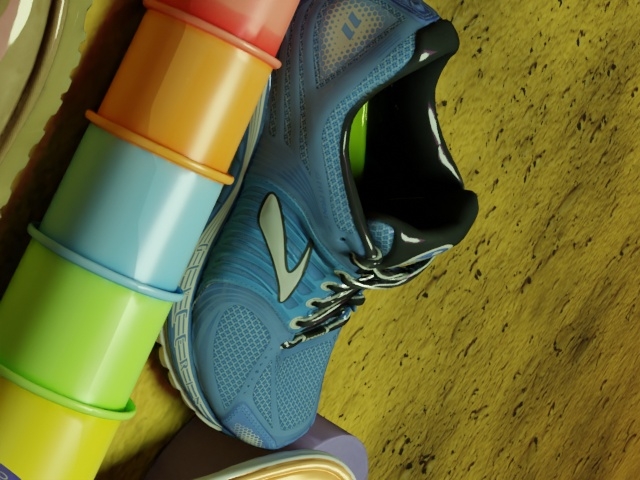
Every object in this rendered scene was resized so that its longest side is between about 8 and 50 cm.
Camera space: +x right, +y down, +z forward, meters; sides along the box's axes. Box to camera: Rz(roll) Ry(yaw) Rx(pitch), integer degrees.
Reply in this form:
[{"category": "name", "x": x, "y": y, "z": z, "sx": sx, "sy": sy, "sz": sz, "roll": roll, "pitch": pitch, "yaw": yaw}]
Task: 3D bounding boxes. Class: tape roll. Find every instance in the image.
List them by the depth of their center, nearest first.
[{"category": "tape roll", "x": -0.053, "y": 0.199, "z": 0.977, "sx": 0.189, "sy": 0.080, "sz": 0.189, "roll": -40, "pitch": 147, "yaw": -34}]

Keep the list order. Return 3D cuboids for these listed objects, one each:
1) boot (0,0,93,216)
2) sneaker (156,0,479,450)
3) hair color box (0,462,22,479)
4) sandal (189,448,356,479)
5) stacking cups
[{"category": "boot", "x": -0.208, "y": -0.043, "z": 0.457, "sx": 0.269, "sy": 0.089, "sz": 0.236, "roll": -11, "pitch": 125, "yaw": -56}, {"category": "sneaker", "x": 0.000, "y": 0.000, "z": 0.800, "sx": 0.129, "sy": 0.147, "sz": 0.330, "roll": -32, "pitch": 143, "yaw": -44}, {"category": "hair color box", "x": -0.269, "y": 0.241, "z": 0.606, "sx": 0.185, "sy": 0.110, "sz": 0.339, "roll": -6, "pitch": 119, "yaw": -59}, {"category": "sandal", "x": -0.082, "y": 0.189, "z": 0.818, "sx": 0.265, "sy": 0.076, "sz": 0.102, "roll": -21, "pitch": 96, "yaw": -24}, {"category": "stacking cups", "x": -0.090, "y": -0.015, "z": 0.696, "sx": 0.316, "sy": 0.096, "sz": 0.096, "roll": -63, "pitch": 154, "yaw": 0}]
